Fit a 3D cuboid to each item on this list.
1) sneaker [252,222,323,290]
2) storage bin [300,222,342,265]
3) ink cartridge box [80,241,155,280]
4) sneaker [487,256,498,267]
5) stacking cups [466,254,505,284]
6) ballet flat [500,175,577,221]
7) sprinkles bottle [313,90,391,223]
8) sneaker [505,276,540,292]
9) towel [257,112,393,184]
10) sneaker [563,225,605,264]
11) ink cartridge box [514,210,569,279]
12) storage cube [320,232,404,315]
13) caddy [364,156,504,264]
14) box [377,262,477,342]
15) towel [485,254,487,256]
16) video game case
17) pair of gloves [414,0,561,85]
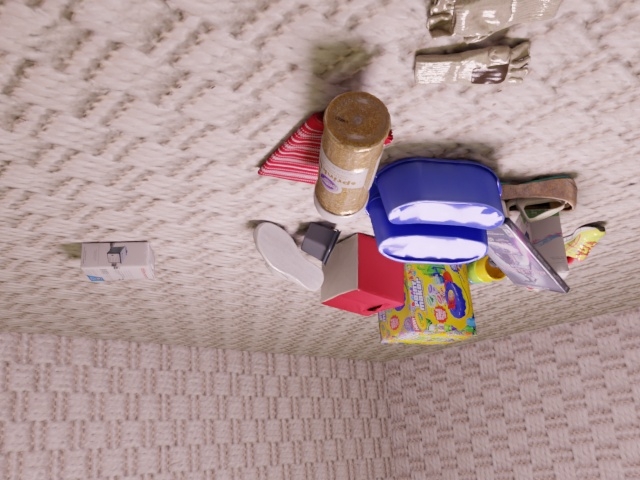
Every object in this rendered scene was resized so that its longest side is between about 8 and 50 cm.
[{"bbox_3d":[-0.135,0.044,1.849,0.169,0.108,0.292,14,154,48],"label":"sneaker"},{"bbox_3d":[0.000,0.000,1.804,0.091,0.098,0.135,25,158,0],"label":"storage bin"},{"bbox_3d":[-0.595,0.064,1.850,0.190,0.082,0.140,-3,161,-8],"label":"ink cartridge box"},{"bbox_3d":[0.638,0.048,2.009,0.234,0.078,0.106,-18,161,-11],"label":"sneaker"},{"bbox_3d":[0.527,0.122,2.190,0.095,0.096,0.316,2,165,-18],"label":"stacking cups"},{"bbox_3d":[0.498,-0.096,1.597,0.315,0.106,0.107,-8,160,10],"label":"ballet flat"},{"bbox_3d":[0.054,-0.151,1.238,0.121,0.121,0.355,-3,160,-5],"label":"sprinkles bottle"},{"bbox_3d":[0.739,0.129,2.252,0.262,0.121,0.099,-3,160,-4],"label":"sneaker"},{"bbox_3d":[0.006,-0.186,1.358,0.198,0.031,0.274,8,157,-29],"label":"towel"},{"bbox_3d":[0.841,0.018,2.004,0.081,0.094,0.208,3,158,-14],"label":"sneaker"},{"bbox_3d":[0.624,0.015,1.773,0.093,0.213,0.154,-5,161,3],"label":"ink cartridge box"},{"bbox_3d":[0.129,0.109,1.950,0.193,0.215,0.183,18,152,-34],"label":"storage cube"},{"bbox_3d":[0.272,-0.080,1.499,0.340,0.179,0.241,3,138,-8],"label":"caddy"},{"bbox_3d":[0.342,0.187,2.081,0.279,0.290,0.177,7,157,-32],"label":"box"},{"bbox_3d":[0.579,0.011,2.040,0.102,0.021,0.237,-1,160,-11],"label":"towel"},{"bbox_3d":[0.505,0.036,1.645,0.274,0.026,0.196,45,166,-19],"label":"video game case"},{"bbox_3d":[0.264,-0.321,1.016,0.204,0.042,0.240,-3,160,-3],"label":"pair of gloves"}]
